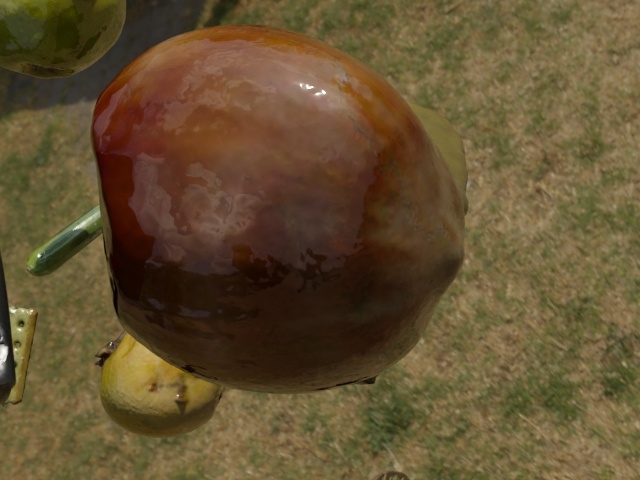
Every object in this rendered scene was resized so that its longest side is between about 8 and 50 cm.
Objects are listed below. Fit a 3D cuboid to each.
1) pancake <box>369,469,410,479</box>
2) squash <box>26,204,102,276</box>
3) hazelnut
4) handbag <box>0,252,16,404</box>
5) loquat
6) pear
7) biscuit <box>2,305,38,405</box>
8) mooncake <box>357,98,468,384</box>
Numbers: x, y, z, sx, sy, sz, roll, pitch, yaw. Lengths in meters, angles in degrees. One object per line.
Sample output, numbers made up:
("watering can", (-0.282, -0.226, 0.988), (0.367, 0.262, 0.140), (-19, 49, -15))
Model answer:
("pancake", (0.071, 0.424, 1.315), (0.021, 0.199, 0.199), (23, 77, 36))
("squash", (-0.540, -0.001, 1.961), (0.066, 0.066, 0.229), (15, 47, 40))
("hazelnut", (-0.047, -0.032, 0.863), (0.366, 0.366, 0.365), (-18, 53, 26))
("handbag", (-0.402, 0.031, 0.792), (0.088, 0.244, 0.275), (-36, 65, 48))
("loquat", (-0.286, 0.240, 1.626), (0.244, 0.244, 0.244), (-18, 53, 26))
("pear", (-0.478, -0.448, 1.539), (0.287, 0.287, 0.375), (-19, 75, 25))
("biscuit", (-0.509, 0.149, 1.233), (0.231, 0.016, 0.139), (6, 79, 3))
("mooncake", (0.045, 0.014, 1.316), (0.393, 0.394, 0.246), (-16, 36, 17))
